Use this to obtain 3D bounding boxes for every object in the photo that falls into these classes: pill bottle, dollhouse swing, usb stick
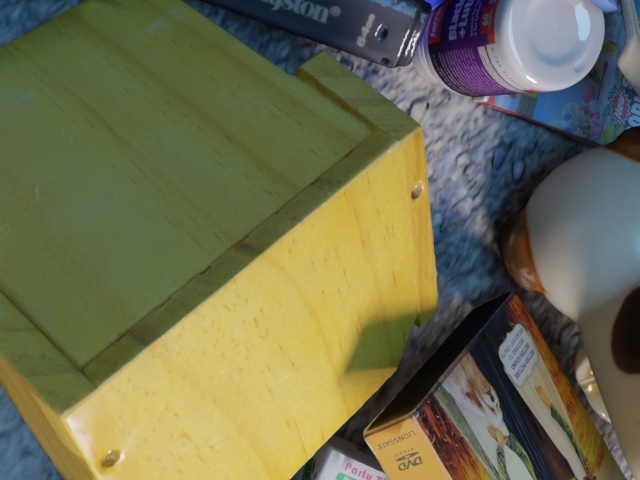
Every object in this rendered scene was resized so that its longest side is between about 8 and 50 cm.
[{"bbox_3d":[0.164,-0.191,0.827,0.108,0.193,0.108,-3,97,-22],"label":"pill bottle"},{"bbox_3d":[-0.132,0.010,0.737,0.347,0.305,0.315,-41,140,-28],"label":"dollhouse swing"},{"bbox_3d":[-0.041,-0.227,0.770,0.278,0.045,0.077,19,118,-5],"label":"usb stick"}]

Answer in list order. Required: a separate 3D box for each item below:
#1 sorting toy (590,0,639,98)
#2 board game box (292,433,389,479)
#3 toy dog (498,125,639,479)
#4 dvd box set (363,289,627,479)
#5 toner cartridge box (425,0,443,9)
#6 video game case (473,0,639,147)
[{"bbox_3d":[0.318,-0.235,0.841,0.347,0.047,0.196,20,66,-56],"label":"sorting toy"},{"bbox_3d":[0.035,0.377,0.871,0.224,0.097,0.303,27,87,-7],"label":"board game box"},{"bbox_3d":[0.338,0.093,0.856,0.395,0.408,0.284,14,132,-39],"label":"toy dog"},{"bbox_3d":[0.227,0.284,0.832,0.420,0.062,0.307,60,33,0],"label":"dvd box set"},{"bbox_3d":[0.143,-0.354,0.815,0.348,0.075,0.165,-37,112,1],"label":"toner cartridge box"},{"bbox_3d":[0.319,-0.210,0.980,0.285,0.025,0.204,15,91,-23],"label":"video game case"}]
